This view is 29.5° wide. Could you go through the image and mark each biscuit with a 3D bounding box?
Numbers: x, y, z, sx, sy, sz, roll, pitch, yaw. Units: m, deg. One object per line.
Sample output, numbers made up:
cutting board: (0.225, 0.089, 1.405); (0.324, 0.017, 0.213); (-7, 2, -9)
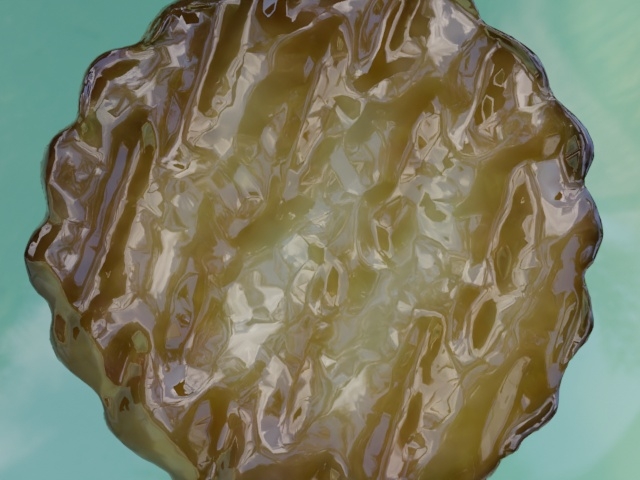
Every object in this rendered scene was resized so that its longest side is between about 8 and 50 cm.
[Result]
biscuit: (0.000, 0.000, 0.707); (0.325, 0.326, 0.107); (52, -3, -2)
